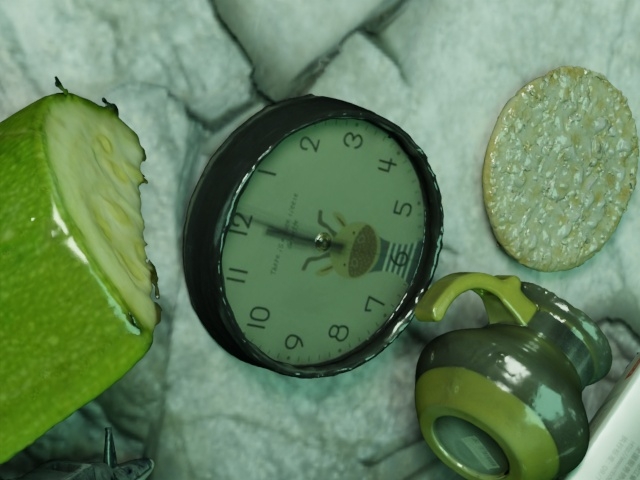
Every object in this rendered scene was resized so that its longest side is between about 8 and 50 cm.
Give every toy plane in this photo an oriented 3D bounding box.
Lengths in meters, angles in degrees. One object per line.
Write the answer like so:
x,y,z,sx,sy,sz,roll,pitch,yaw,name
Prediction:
-0.151,0.150,0.952,0.234,0.160,0.082,-46,135,-59,toy plane

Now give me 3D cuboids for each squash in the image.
-0.233,0.045,0.934,0.289,0.203,0.111,-33,128,17,squash

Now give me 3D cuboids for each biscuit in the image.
0.171,-0.051,1.199,0.152,0.020,0.152,-8,105,-33,biscuit

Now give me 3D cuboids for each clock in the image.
0.000,0.000,1.079,0.185,0.040,0.184,-10,107,-33,clock

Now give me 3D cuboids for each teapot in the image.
0.123,0.086,1.140,0.119,0.130,0.165,-50,121,-31,teapot

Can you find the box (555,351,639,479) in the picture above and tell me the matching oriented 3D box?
0.202,0.191,1.206,0.079,0.135,0.269,35,80,8,box
